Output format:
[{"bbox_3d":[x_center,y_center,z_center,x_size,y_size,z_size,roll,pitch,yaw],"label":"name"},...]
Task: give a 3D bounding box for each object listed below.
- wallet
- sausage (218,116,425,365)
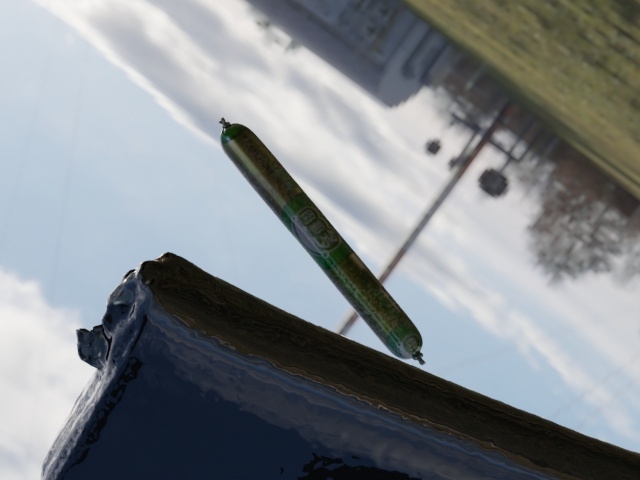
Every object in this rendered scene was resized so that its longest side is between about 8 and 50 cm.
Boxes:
[{"bbox_3d":[0.007,0.101,0.565,0.250,0.149,0.044,21,-145,-13],"label":"wallet"},{"bbox_3d":[0.000,0.000,1.144,0.269,0.033,0.033,50,-166,7],"label":"sausage"}]
